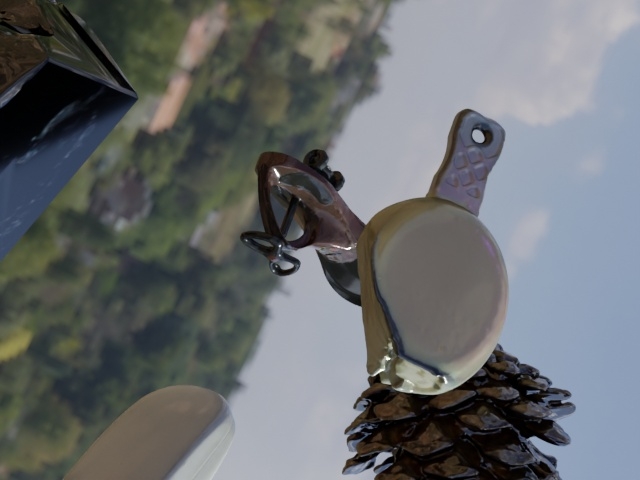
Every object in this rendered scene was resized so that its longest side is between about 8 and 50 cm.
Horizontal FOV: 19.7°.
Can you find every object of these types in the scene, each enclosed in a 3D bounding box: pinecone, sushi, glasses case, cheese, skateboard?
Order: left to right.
[{"bbox_3d":[-0.292,-0.102,1.140,0.215,0.227,0.212,-49,152,14],"label":"sushi"},{"bbox_3d":[-0.147,0.193,1.356,0.233,0.092,0.059,-52,137,-40],"label":"glasses case"},{"bbox_3d":[0.000,0.000,1.266,0.067,0.151,0.080,-7,-130,41],"label":"skateboard"},{"bbox_3d":[0.064,0.003,1.063,0.047,0.092,0.171,154,-60,-64],"label":"cheese"},{"bbox_3d":[0.114,0.183,1.503,0.184,0.179,0.204,-30,-131,32],"label":"pinecone"}]
